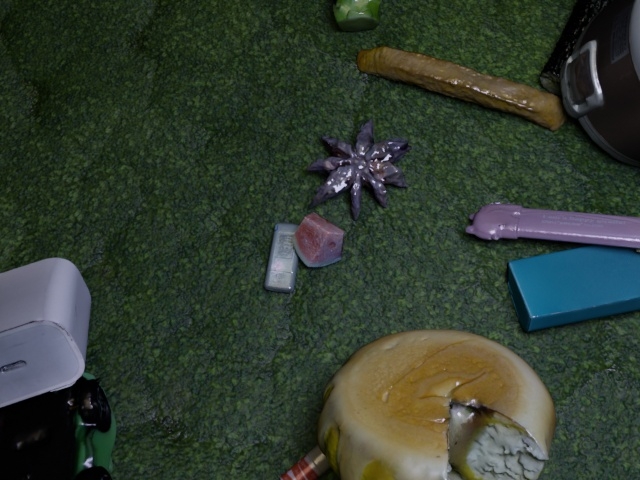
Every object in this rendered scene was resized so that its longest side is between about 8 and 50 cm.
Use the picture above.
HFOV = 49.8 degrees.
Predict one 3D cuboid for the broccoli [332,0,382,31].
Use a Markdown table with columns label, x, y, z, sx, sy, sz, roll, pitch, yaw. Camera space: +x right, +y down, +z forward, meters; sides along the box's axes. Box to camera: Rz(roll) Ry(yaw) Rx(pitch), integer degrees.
| label | x | y | z | sx | sy | sz | roll | pitch | yaw |
| --- | --- | --- | --- | --- | --- | --- | --- | --- | --- |
| broccoli | 0.062 | -0.551 | 1.270 | 0.297 | 0.297 | 0.297 | -5 | 92 | 1 |

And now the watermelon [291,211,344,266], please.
| label | x | y | z | sx | sy | sz | roll | pitch | yaw |
| --- | --- | --- | --- | --- | --- | --- | --- | --- | --- |
| watermelon | -0.005 | -0.001 | 1.152 | 0.084 | 0.072 | 0.092 | 20 | 70 | 18 |

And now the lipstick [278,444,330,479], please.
| label | x | y | z | sx | sy | sz | roll | pitch | yaw |
| --- | --- | --- | --- | --- | --- | --- | --- | --- | --- |
| lipstick | -0.001 | 0.329 | 1.036 | 0.130 | 0.038 | 0.038 | -38 | 71 | -11 |

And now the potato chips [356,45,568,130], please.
| label | x | y | z | sx | sy | sz | roll | pitch | yaw |
| --- | --- | --- | --- | --- | --- | --- | --- | --- | --- |
| potato chips | 0.250 | -0.284 | 1.249 | 0.407 | 0.080 | 0.057 | 20 | 81 | 11 |

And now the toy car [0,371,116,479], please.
| label | x | y | z | sx | sy | sz | roll | pitch | yaw |
| --- | --- | --- | --- | --- | --- | --- | --- | --- | --- |
| toy car | -0.384 | 0.367 | 0.971 | 0.213 | 0.176 | 0.359 | -17 | 44 | -3 |

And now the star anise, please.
| label | x | y | z | sx | sy | sz | roll | pitch | yaw |
| --- | --- | --- | --- | --- | --- | --- | --- | --- | --- |
| star anise | 0.065 | -0.133 | 1.205 | 0.204 | 0.061 | 0.181 | -14 | 68 | -2 |

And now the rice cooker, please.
| label | x | y | z | sx | sy | sz | roll | pitch | yaw |
| --- | --- | --- | --- | --- | --- | --- | --- | --- | --- |
| rice cooker | 0.580 | -0.277 | 1.095 | 0.335 | 0.325 | 0.335 | 0 | 87 | -3 |

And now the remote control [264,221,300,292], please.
| label | x | y | z | sx | sy | sz | roll | pitch | yaw |
| --- | --- | --- | --- | --- | --- | --- | --- | --- | --- |
| remote control | -0.062 | 0.028 | 1.172 | 0.053 | 0.018 | 0.124 | 6 | 69 | 4 |

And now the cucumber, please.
| label | x | y | z | sx | sy | sz | roll | pitch | yaw |
| --- | --- | --- | --- | --- | --- | --- | --- | --- | --- |
| cucumber | 0.487 | -0.396 | 1.280 | 0.072 | 0.072 | 0.300 | 25 | 72 | 13 |

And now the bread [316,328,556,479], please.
| label | x | y | z | sx | sy | sz | roll | pitch | yaw |
| --- | --- | --- | --- | --- | --- | --- | --- | --- | --- |
| bread | 0.155 | 0.254 | 0.959 | 0.333 | 0.160 | 0.333 | 1 | 29 | -1 |

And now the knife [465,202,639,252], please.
| label | x | y | z | sx | sy | sz | roll | pitch | yaw |
| --- | --- | --- | --- | --- | --- | --- | --- | --- | --- |
| knife | 0.438 | -0.016 | 1.106 | 0.398 | 0.038 | 0.132 | 7 | 36 | 19 |

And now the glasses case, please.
| label | x | y | z | sx | sy | sz | roll | pitch | yaw |
| --- | --- | --- | --- | --- | --- | --- | --- | --- | --- |
| glasses case | 0.459 | 0.065 | 1.101 | 0.301 | 0.070 | 0.117 | -11 | 52 | 1 |

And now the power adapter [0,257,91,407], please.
| label | x | y | z | sx | sy | sz | roll | pitch | yaw |
| --- | --- | --- | --- | --- | --- | --- | --- | --- | --- |
| power adapter | -0.461 | 0.122 | 1.075 | 0.187 | 0.124 | 0.255 | -17 | 31 | -5 |
